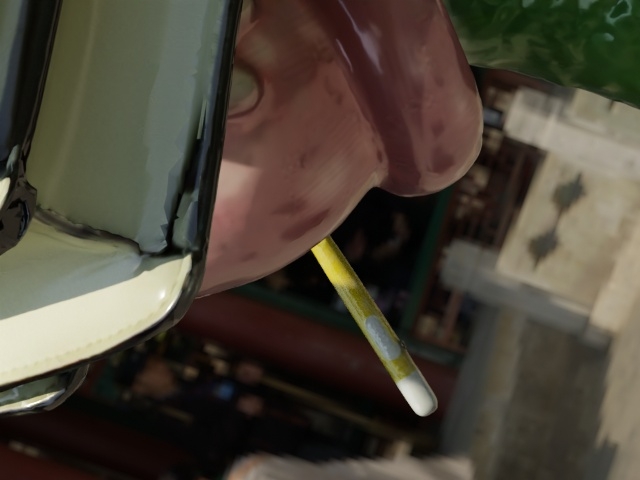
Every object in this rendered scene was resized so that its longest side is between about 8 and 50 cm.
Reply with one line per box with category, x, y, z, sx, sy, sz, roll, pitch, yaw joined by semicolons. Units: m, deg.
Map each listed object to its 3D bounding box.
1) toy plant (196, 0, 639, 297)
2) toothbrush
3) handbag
toy plant;0.043;-0.106;0.899;0.356;0.317;0.210;-30;-9;-13
toothbrush;0.000;0.000;1.262;0.021;0.288;0.024;-33;-4;0
handbag;-0.136;-0.124;0.664;0.236;0.160;0.359;-20;53;43
